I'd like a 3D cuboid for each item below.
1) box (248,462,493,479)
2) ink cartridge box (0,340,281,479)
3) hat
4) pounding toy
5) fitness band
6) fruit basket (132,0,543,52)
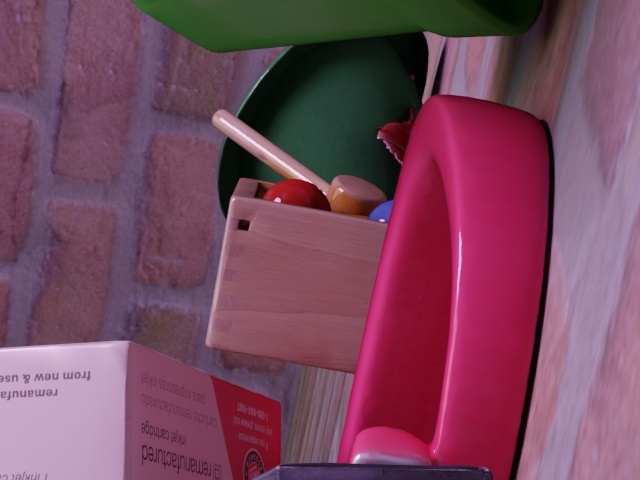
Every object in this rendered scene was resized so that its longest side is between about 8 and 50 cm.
[{"bbox_3d":[-0.009,0.163,0.518,0.232,0.059,0.183,135,135,-71],"label":"box"},{"bbox_3d":[-0.086,0.170,0.711,0.172,0.100,0.237,35,-126,-69],"label":"ink cartridge box"},{"bbox_3d":[0.053,-0.025,1.133,0.208,0.183,0.173,-15,-46,-45],"label":"hat"},{"bbox_3d":[0.000,0.000,0.905,0.141,0.130,0.100,-92,13,-83],"label":"pounding toy"},{"bbox_3d":[0.034,0.085,0.712,0.209,0.054,0.291,-78,0,-58],"label":"fitness band"},{"bbox_3d":[-0.020,-0.237,0.645,0.392,0.392,0.283,104,176,-63],"label":"fruit basket"}]
